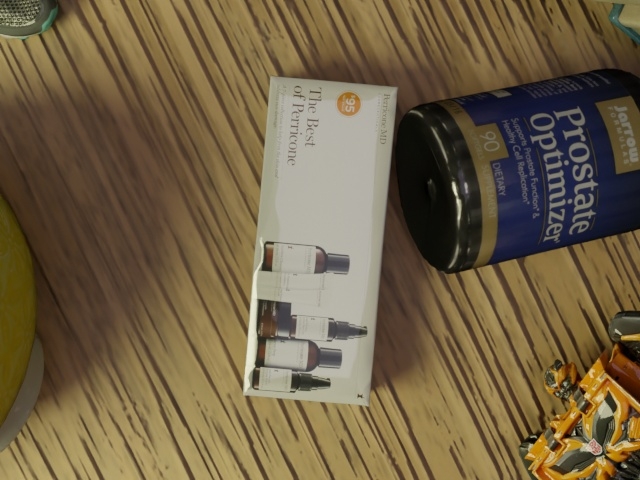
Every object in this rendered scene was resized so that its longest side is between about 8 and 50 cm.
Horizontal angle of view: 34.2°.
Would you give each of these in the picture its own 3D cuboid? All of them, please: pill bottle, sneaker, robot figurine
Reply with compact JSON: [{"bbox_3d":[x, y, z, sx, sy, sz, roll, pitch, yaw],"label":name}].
[{"bbox_3d":[0.174,-0.057,0.751,0.219,0.123,0.123,-13,93,-13],"label":"pill bottle"},{"bbox_3d":[-0.275,-0.204,0.767,0.166,0.076,0.065,29,92,-2],"label":"sneaker"},{"bbox_3d":[0.275,0.185,0.733,0.291,0.085,0.211,37,120,18],"label":"robot figurine"}]

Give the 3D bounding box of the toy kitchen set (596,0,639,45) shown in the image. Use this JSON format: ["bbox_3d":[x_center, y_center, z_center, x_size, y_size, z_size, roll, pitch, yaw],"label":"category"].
[{"bbox_3d":[0.267,-0.220,0.759,0.207,0.122,0.166,27,91,-34],"label":"toy kitchen set"}]

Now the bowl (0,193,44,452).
[{"bbox_3d":[-0.289,0.081,0.723,0.289,0.289,0.156,-51,134,1],"label":"bowl"}]

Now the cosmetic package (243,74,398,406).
[{"bbox_3d":[0.000,0.000,0.789,0.098,0.060,0.239,4,92,-2],"label":"cosmetic package"}]
